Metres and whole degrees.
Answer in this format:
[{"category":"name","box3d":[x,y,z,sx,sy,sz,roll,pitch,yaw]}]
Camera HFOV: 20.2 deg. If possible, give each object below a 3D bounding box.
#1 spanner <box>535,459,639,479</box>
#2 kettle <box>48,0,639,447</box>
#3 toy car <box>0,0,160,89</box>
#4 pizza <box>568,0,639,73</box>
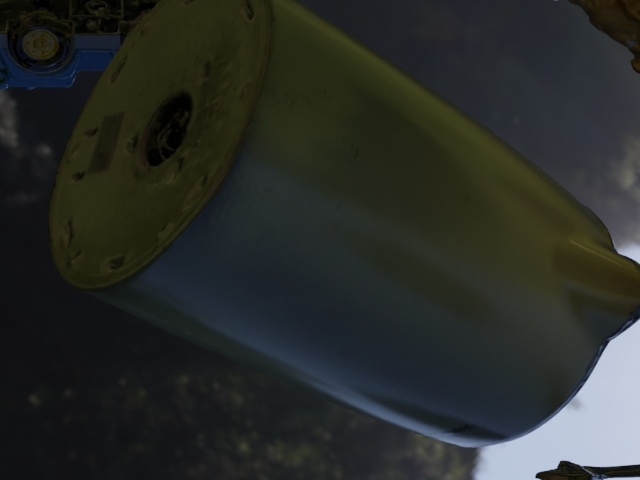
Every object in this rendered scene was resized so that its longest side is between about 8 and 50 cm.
[{"category":"spanner","box3d":[0.241,0.174,1.359,0.046,0.208,0.012,11,-84,52]},{"category":"kettle","box3d":[0.000,0.000,0.896,0.240,0.255,0.165,-17,-125,48]},{"category":"toy car","box3d":[-0.174,-0.150,1.379,0.097,0.191,0.100,-99,-169,-52]},{"category":"pizza","box3d":[0.224,-0.062,0.770,0.297,0.189,0.071,43,-52,39]}]
